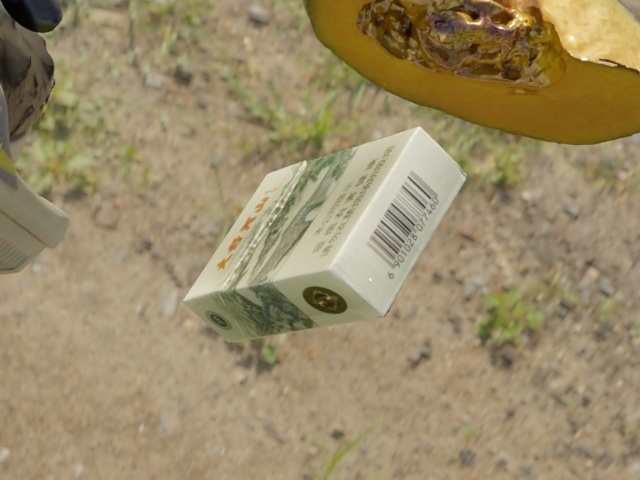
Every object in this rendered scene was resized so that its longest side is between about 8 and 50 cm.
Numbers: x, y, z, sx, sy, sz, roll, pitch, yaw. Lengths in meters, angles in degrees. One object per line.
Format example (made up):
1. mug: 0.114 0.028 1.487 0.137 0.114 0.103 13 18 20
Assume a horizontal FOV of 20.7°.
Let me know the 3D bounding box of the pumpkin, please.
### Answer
1. pumpkin: 0.115 -0.169 1.172 0.279 0.111 0.163 16 60 0

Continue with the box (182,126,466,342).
1. box: 0.000 0.000 0.509 0.024 0.083 0.054 41 63 -21

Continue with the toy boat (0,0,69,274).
1. toy boat: -0.155 -0.071 0.665 0.141 0.269 0.140 2 70 -6
